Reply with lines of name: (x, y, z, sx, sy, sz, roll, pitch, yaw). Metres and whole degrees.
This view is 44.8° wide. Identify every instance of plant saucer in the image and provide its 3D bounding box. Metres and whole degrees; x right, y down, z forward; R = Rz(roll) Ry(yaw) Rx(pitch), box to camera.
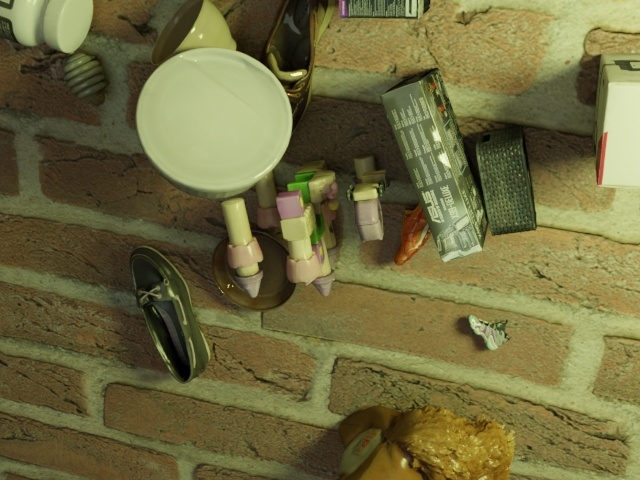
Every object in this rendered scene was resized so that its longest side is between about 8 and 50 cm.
plant saucer: (-0.141, 0.062, 1.704, 0.199, 0.036, 0.198, 5, 114, 12)

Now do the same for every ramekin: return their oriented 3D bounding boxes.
ramekin: (-0.192, -0.199, 1.399, 0.273, 0.272, 0.127, 31, 162, -1)

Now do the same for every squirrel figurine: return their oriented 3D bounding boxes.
squirrel figurine: (0.247, 0.542, 1.699, 0.370, 0.281, 0.397, 44, 119, -15)

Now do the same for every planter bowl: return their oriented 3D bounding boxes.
planter bowl: (-0.230, -0.370, 1.477, 0.162, 0.162, 0.109, -38, 127, 26)

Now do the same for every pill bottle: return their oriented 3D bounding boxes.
pill bottle: (-0.599, -0.473, 1.508, 0.279, 0.162, 0.162, 21, 117, 4)

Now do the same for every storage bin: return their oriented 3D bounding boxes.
storage bin: (0.348, -0.112, 1.449, 0.084, 0.122, 0.180, -9, 111, 18)

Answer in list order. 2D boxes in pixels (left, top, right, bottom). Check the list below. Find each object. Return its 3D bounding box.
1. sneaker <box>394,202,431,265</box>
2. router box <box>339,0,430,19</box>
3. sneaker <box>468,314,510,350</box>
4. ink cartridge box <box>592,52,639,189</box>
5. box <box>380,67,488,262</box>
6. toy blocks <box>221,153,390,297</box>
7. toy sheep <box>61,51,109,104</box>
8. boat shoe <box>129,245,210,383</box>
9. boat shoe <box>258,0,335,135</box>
sneaker: (0.191, -0.027, 1.572, 0.067, 0.064, 0.175, 33, 111, 15)
router box: (0.115, -0.413, 1.341, 0.133, 0.179, 0.046, 5, 112, 13)
sneaker: (0.360, 0.179, 1.630, 0.069, 0.038, 0.098, -35, 111, 24)
ink cartridge box: (0.516, -0.206, 1.300, 0.100, 0.237, 0.172, 5, 115, 16)
box: (0.214, -0.142, 1.386, 0.077, 0.242, 0.307, -18, 102, 20)
toy blocks: (0.000, 0.000, 1.504, 0.309, 0.288, 0.260, -6, 109, 14)
toy sheep: (-0.481, -0.336, 1.581, 0.091, 0.091, 0.132, -24, 106, 23)
boat shoe: (-0.349, 0.173, 1.774, 0.112, 0.095, 0.335, -16, 109, 20)
boat shoe: (-0.068, -0.325, 1.459, 0.123, 0.123, 0.342, 25, 118, 3)
